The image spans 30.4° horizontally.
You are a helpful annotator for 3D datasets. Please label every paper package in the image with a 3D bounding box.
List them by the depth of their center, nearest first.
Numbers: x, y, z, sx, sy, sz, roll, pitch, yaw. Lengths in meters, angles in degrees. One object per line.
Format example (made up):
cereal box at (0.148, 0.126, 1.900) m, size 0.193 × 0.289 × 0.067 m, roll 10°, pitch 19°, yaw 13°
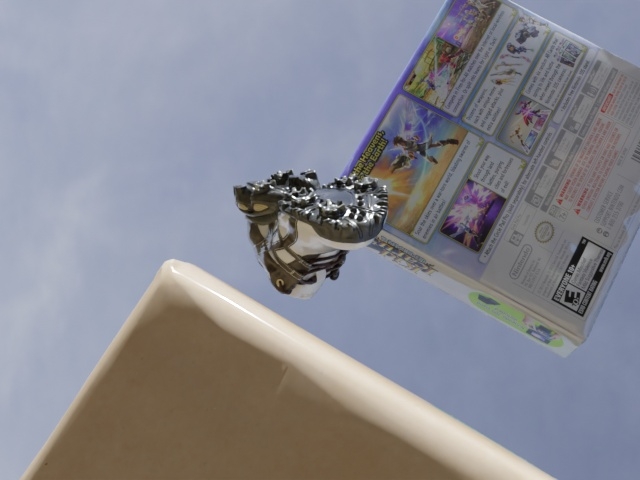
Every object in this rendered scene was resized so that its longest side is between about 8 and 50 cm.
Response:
paper package at (-0.011, 0.222, 0.558) m, size 0.325 × 0.168 × 0.309 m, roll 29°, pitch -99°, yaw 24°

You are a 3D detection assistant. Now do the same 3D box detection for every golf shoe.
golf shoe at (0.000, 0.000, 0.867) m, size 0.198 × 0.077 × 0.093 m, roll -162°, pitch -120°, yaw -68°

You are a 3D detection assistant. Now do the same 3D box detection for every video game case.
video game case at (0.169, -0.071, 1.040) m, size 0.269 × 0.244 × 0.061 m, roll -59°, pitch 176°, yaw -22°
